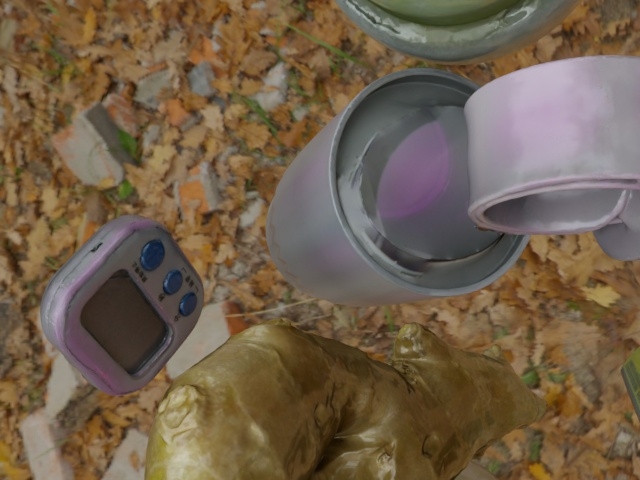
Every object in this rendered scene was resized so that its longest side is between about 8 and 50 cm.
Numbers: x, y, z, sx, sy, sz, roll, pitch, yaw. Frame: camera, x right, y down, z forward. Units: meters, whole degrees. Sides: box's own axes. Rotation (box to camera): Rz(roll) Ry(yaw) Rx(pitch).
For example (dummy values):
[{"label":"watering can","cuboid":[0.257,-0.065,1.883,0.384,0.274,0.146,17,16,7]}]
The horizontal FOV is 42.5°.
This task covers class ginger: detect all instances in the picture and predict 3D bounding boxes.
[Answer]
[{"label":"ginger","cuboid":[0.035,0.149,0.610,0.122,0.348,0.363,-8,126,38]}]

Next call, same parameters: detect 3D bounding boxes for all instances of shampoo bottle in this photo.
[{"label":"shampoo bottle","cuboid":[0.153,-0.353,0.896,0.322,0.317,0.323,1,94,17]}]

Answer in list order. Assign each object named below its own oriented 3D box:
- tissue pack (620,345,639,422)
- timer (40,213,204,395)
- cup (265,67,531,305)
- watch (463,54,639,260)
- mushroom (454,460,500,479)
[{"label":"tissue pack","cuboid":[0.486,0.246,1.034,0.185,0.257,0.081,36,109,-1]},{"label":"timer","cuboid":[-0.239,0.079,1.009,0.069,0.208,0.191,22,61,33]},{"label":"cup","cuboid":[0.073,-0.042,1.033,0.253,0.371,0.254,3,80,-20]},{"label":"watch","cuboid":[0.245,-0.065,0.698,0.248,0.217,0.211,157,115,-64]},{"label":"mushroom","cuboid":[0.263,0.579,1.439,0.397,0.224,0.314,44,100,4]}]
